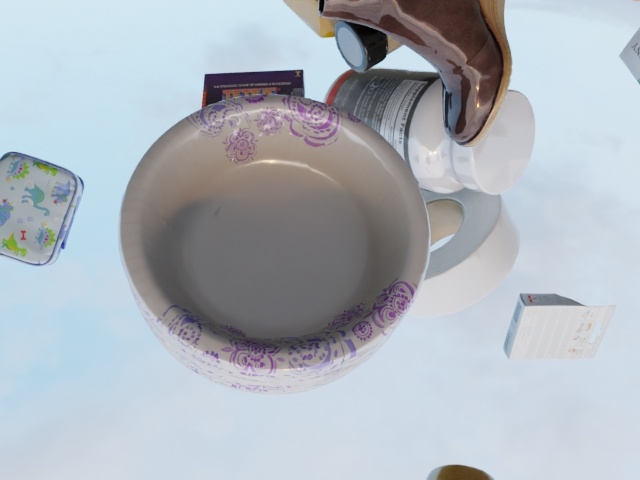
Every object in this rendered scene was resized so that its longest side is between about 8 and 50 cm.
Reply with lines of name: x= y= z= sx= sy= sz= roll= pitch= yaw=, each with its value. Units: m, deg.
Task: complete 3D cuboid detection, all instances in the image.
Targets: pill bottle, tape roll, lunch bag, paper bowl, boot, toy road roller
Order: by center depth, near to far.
paper bowl: x=-0.045 y=0.009 z=0.648 sx=0.283 sy=0.148 sz=0.285 roll=3 pitch=-115 yaw=-6
boot: x=0.091 y=-0.218 z=0.657 sx=0.206 sy=0.249 sz=0.090 roll=-4 pitch=-161 yaw=-22
toy road roller: x=0.071 y=-0.474 z=1.105 sx=0.202 sy=0.241 sz=0.330 roll=-32 pitch=-122 yaw=-14
pill bottle: x=0.183 y=-0.200 z=1.182 sx=0.210 sy=0.210 sz=0.362 roll=-21 pitch=-152 yaw=-35
tape roll: x=0.223 y=0.005 z=1.230 sx=0.286 sy=0.100 sz=0.286 roll=-27 pitch=-147 yaw=19
lunch bag: x=-0.600 y=-0.061 z=1.357 sx=0.175 sy=0.219 sz=0.090 roll=19 pitch=179 yaw=-11

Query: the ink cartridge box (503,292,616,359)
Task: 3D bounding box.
ink cartridge box: x=0.456 y=0.165 z=1.257 sx=0.179 sy=0.146 sz=0.045 roll=-1 pitch=-144 yaw=-7

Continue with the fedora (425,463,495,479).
fedora: x=0.178 y=0.337 z=0.804 sx=0.194 sy=0.194 sz=0.079 roll=17 pitch=-141 yaw=7

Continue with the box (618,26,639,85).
box: x=0.385 y=-0.220 z=0.502 sx=0.058 sy=0.322 sz=0.232 roll=16 pitch=-141 yaw=-12

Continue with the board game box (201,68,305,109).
board game box: x=-0.110 y=-0.210 z=1.076 sx=0.170 sy=0.048 sz=0.141 roll=-2 pitch=-114 yaw=3
